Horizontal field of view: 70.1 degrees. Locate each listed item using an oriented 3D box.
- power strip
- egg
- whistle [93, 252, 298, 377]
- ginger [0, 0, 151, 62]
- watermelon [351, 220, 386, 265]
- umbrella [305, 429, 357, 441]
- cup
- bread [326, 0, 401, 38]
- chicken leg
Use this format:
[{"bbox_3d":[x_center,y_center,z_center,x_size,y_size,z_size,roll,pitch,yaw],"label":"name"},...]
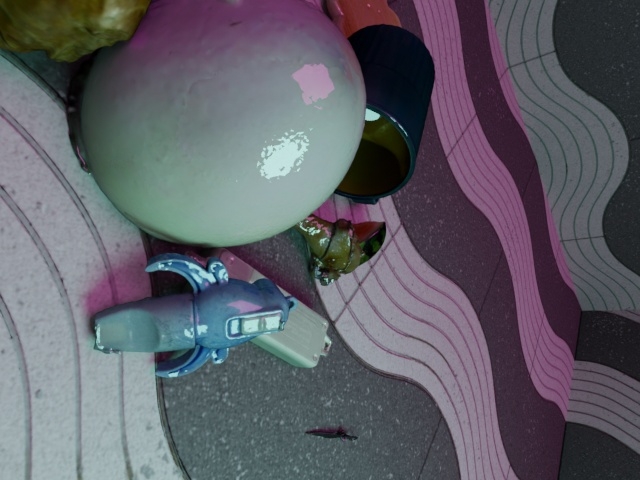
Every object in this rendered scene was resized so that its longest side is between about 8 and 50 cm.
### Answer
[{"bbox_3d":[-0.102,0.115,0.762,0.338,0.058,0.098,42,54,-37],"label":"power strip"},{"bbox_3d":[-0.093,-0.173,0.613,0.355,0.340,0.354,10,77,-48],"label":"egg"},{"bbox_3d":[-0.159,0.102,0.618,0.269,0.093,0.180,-3,113,-19],"label":"whistle"},{"bbox_3d":[-0.250,-0.285,0.447,0.172,0.321,0.165,62,27,6],"label":"ginger"},{"bbox_3d":[0.068,0.002,0.987,0.135,0.125,0.094,-13,62,-32],"label":"watermelon"},{"bbox_3d":[0.027,0.380,0.891,0.149,0.022,0.022,31,34,-43],"label":"umbrella"},{"bbox_3d":[0.119,-0.252,0.957,0.308,0.242,0.292,45,49,-32],"label":"cup"},{"bbox_3d":[0.120,-0.527,1.154,0.316,0.054,0.315,14,71,-47],"label":"bread"},{"bbox_3d":[0.007,-0.004,0.871,0.196,0.125,0.080,57,7,-28],"label":"chicken leg"}]
